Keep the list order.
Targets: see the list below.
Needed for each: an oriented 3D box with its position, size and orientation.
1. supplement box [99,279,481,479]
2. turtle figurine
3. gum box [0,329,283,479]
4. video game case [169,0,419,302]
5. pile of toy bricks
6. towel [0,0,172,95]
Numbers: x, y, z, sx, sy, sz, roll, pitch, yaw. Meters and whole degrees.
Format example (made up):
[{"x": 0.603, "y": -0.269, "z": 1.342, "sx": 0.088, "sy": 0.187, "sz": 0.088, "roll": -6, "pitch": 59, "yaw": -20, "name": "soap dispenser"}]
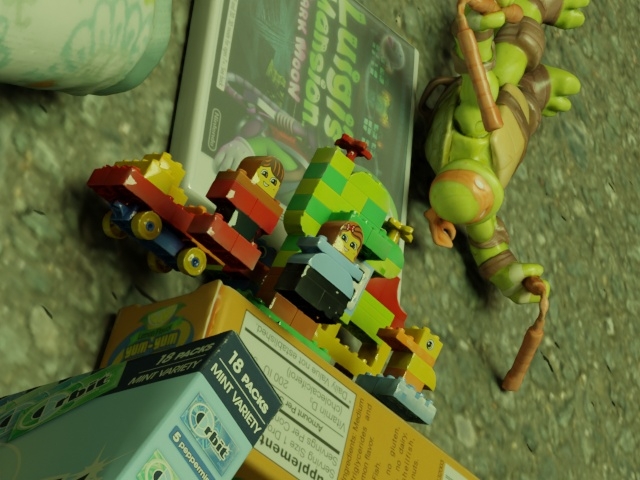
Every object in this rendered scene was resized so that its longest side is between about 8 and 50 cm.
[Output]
[{"x": -0.005, "y": 0.113, "z": 0.790, "sx": 0.233, "sy": 0.078, "sz": 0.080, "roll": 41, "pitch": 49, "yaw": -32, "name": "supplement box"}, {"x": 0.107, "y": -0.060, "z": 0.998, "sx": 0.217, "sy": 0.087, "sz": 0.269, "roll": -60, "pitch": 144, "yaw": -49, "name": "turtle figurine"}, {"x": -0.118, "y": 0.115, "z": 0.581, "sx": 0.041, "sy": 0.157, "sz": 0.184, "roll": 57, "pitch": 39, "yaw": -19, "name": "gum box"}, {"x": -0.009, "y": -0.070, "z": 0.908, "sx": 0.173, "sy": 0.022, "sz": 0.190, "roll": 33, "pitch": 51, "yaw": -39, "name": "video game case"}, {"x": 0.000, "y": 0.000, "z": 0.798, "sx": 0.212, "sy": 0.118, "sz": 0.105, "roll": 41, "pitch": 66, "yaw": -35, "name": "pile of toy bricks"}, {"x": -0.197, "y": -0.241, "z": 0.633, "sx": 0.320, "sy": 0.090, "sz": 0.374, "roll": -5, "pitch": 75, "yaw": -69, "name": "towel"}]
